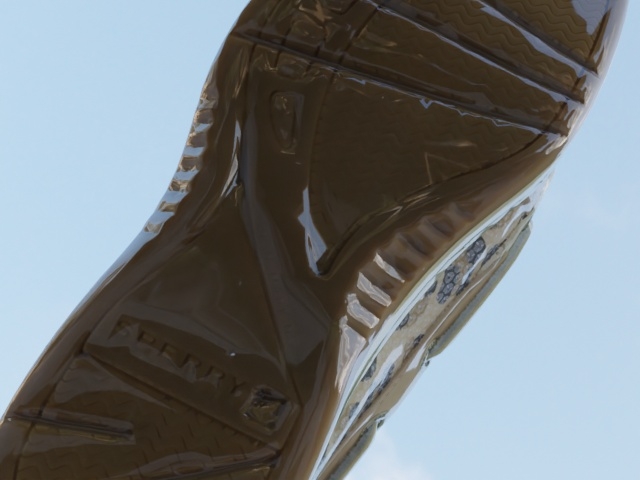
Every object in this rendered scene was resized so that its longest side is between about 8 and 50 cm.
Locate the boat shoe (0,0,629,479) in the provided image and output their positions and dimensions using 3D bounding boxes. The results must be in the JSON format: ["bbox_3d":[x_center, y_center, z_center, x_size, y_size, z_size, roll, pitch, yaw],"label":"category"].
[{"bbox_3d":[0.000,0.000,0.392,0.104,0.285,0.089,33,-22,13],"label":"boat shoe"}]
